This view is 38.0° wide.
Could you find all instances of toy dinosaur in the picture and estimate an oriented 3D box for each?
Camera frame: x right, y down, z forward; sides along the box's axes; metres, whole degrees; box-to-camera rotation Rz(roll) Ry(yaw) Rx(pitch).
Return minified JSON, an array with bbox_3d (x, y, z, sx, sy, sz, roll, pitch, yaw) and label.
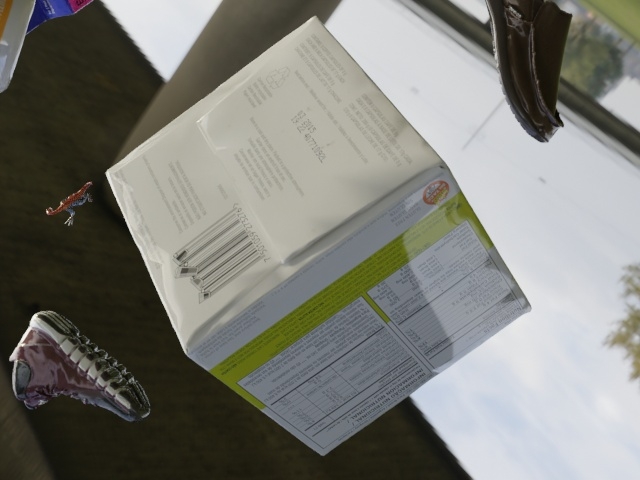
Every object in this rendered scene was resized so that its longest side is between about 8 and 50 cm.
[{"bbox_3d":[-0.487,-0.077,1.787,0.082,0.090,0.047,-25,-125,-40],"label":"toy dinosaur"}]

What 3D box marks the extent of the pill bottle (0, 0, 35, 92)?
[{"bbox_3d":[-0.462,-0.278,1.017,0.279,0.162,0.162,16,-153,-21],"label":"pill bottle"}]

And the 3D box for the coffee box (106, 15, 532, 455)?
[{"bbox_3d":[0.000,0.000,1.170,0.334,0.338,0.337,48,-172,-48],"label":"coffee box"}]

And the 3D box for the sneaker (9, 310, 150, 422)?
[{"bbox_3d":[-0.454,0.272,1.703,0.281,0.162,0.106,41,-175,11],"label":"sneaker"}]

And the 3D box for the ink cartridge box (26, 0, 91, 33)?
[{"bbox_3d":[-0.434,-0.543,1.697,0.069,0.371,0.175,18,142,41],"label":"ink cartridge box"}]

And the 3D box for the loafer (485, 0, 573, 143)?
[{"bbox_3d":[0.354,-0.345,1.541,0.134,0.130,0.365,-20,-83,-68],"label":"loafer"}]
